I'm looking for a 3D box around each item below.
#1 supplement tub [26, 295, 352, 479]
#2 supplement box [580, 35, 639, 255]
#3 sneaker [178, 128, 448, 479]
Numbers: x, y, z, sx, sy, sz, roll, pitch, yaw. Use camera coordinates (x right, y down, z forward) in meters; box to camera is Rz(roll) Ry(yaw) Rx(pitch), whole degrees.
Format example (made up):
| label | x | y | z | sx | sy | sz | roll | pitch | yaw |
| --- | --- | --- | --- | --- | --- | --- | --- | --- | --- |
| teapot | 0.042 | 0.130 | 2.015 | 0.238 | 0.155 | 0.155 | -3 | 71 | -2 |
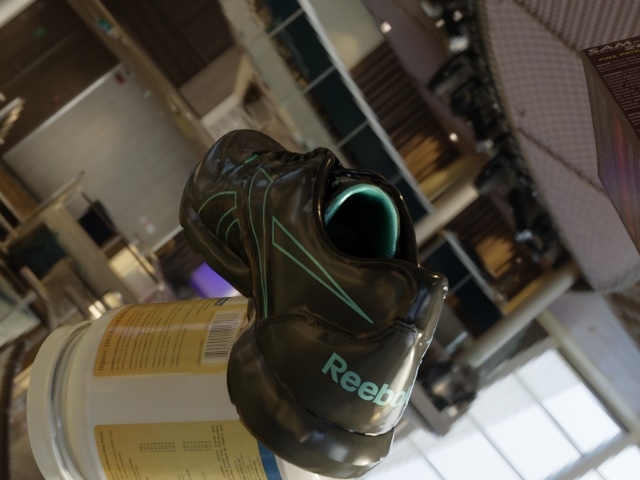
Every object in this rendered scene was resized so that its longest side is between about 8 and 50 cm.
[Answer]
| label | x | y | z | sx | sy | sz | roll | pitch | yaw |
| --- | --- | --- | --- | --- | --- | --- | --- | --- | --- |
| supplement tub | -0.083 | 0.111 | 0.758 | 0.144 | 0.199 | 0.144 | -5 | 90 | -72 |
| supplement box | 0.272 | -0.057 | 0.864 | 0.239 | 0.073 | 0.130 | -95 | 170 | -58 |
| sneaker | 0.000 | 0.000 | 0.562 | 0.101 | 0.106 | 0.267 | 18 | 24 | -26 |
